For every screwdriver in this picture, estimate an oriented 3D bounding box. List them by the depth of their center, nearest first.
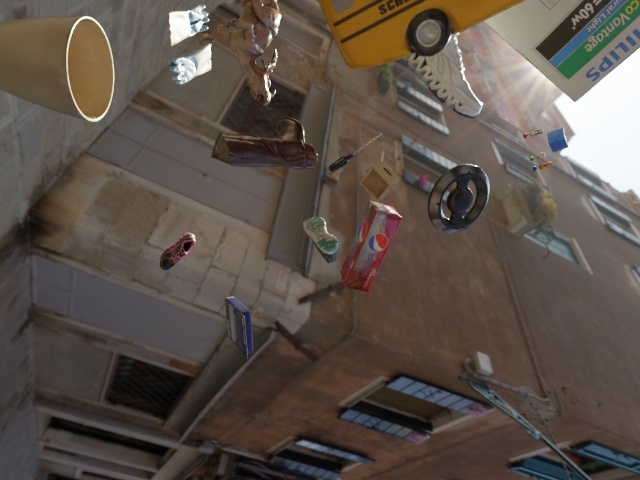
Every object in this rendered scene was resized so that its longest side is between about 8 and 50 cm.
[{"bbox_3d":[0.093,-0.223,1.013,0.170,0.024,0.025,-34,-148,-5],"label":"screwdriver"}]

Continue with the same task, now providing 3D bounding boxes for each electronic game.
[{"bbox_3d":[0.443,-0.130,1.289,0.229,0.229,0.048,-63,-150,12],"label":"electronic game"}]

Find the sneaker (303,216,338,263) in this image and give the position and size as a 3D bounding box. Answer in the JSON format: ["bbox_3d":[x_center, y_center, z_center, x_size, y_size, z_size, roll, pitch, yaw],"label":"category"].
[{"bbox_3d":[0.000,0.000,1.094,0.166,0.065,0.076,-119,-166,-47],"label":"sneaker"}]

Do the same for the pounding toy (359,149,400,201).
[{"bbox_3d":[0.239,-0.260,1.618,0.100,0.141,0.130,-35,168,-39],"label":"pounding toy"}]

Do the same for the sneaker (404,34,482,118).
[{"bbox_3d":[0.240,-0.377,0.818,0.118,0.292,0.110,-39,-178,22],"label":"sneaker"}]

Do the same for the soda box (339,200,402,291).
[{"bbox_3d":[0.146,0.021,1.211,0.092,0.084,0.263,-108,-146,-61],"label":"soda box"}]

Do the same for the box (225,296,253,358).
[{"bbox_3d":[-0.255,0.271,1.279,0.225,0.037,0.136,15,-71,63],"label":"box"}]

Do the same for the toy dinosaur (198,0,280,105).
[{"bbox_3d":[-0.151,-0.507,0.982,0.127,0.200,0.295,41,-72,40],"label":"toy dinosaur"}]

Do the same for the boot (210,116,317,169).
[{"bbox_3d":[-0.073,-0.116,0.464,0.106,0.114,0.037,56,-39,44],"label":"boot"}]

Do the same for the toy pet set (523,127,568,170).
[{"bbox_3d":[0.672,-0.278,1.205,0.114,0.122,0.065,-16,-175,40],"label":"toy pet set"}]

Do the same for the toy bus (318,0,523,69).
[{"bbox_3d":[0.173,-0.316,0.472,0.333,0.130,0.108,-19,-157,22],"label":"toy bus"}]

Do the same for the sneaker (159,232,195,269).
[{"bbox_3d":[-0.371,0.032,1.052,0.119,0.047,0.057,-50,-144,-9],"label":"sneaker"}]

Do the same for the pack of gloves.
[{"bbox_3d":[-0.395,-0.578,1.183,0.232,0.046,0.195,-68,170,-52],"label":"pack of gloves"}]

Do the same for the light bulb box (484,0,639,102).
[{"bbox_3d":[0.524,-0.565,0.935,0.225,0.361,0.358,-47,-167,37],"label":"light bulb box"}]

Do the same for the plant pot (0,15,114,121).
[{"bbox_3d":[-0.731,-0.461,1.047,0.256,0.274,0.256,-173,-90,-85],"label":"plant pot"}]
